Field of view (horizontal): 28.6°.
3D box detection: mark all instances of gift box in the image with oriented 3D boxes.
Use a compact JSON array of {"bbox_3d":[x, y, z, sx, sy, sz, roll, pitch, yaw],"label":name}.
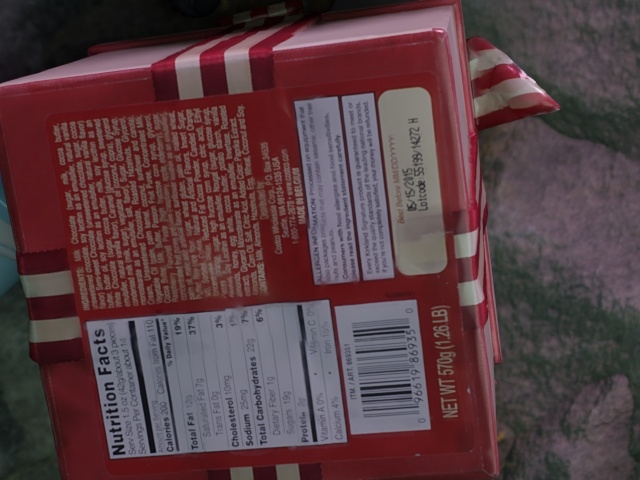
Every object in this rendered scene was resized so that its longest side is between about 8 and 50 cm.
[{"bbox_3d":[0.000,0.000,0.700,0.276,0.258,0.255,-2,104,6],"label":"gift box"}]

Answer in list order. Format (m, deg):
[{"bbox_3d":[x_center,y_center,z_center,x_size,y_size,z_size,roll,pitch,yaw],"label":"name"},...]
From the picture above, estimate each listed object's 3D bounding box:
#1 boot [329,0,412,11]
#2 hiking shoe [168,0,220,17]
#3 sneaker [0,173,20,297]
[{"bbox_3d":[0.057,-0.089,0.870,0.123,0.095,0.258,10,119,-33],"label":"boot"},{"bbox_3d":[-0.014,-0.228,0.762,0.114,0.086,0.227,22,104,-26],"label":"hiking shoe"},{"bbox_3d":[-0.313,-0.041,0.715,0.319,0.127,0.208,37,116,-15],"label":"sneaker"}]
